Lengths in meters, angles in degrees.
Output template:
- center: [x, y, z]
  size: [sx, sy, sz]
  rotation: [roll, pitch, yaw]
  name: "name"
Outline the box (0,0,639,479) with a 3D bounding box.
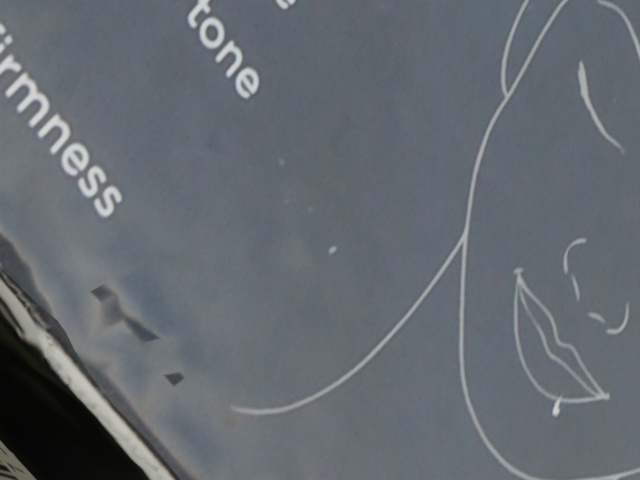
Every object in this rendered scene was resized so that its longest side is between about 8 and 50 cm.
- center: [-0.002, -0.099, 0.687]
  size: [0.297, 0.472, 0.480]
  rotation: [3, -43, 50]
  name: "box"
